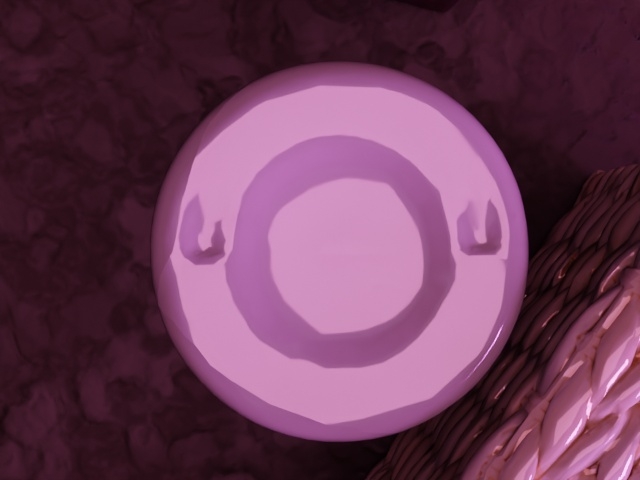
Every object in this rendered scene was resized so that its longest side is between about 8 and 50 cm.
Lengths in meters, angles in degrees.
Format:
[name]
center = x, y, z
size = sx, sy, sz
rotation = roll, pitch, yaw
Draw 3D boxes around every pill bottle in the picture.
[pill bottle]
center = 0.000, 0.000, 0.703
size = 0.161, 0.283, 0.161
rotation = 0, 92, -3

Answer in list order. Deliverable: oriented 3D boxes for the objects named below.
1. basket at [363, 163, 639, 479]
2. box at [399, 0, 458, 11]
[basket]
center = 0.177, 0.158, 0.703
size = 0.266, 0.328, 0.331
rotation = 36, 91, 1
[box]
center = 0.025, -0.233, 0.738
size = 0.168, 0.203, 0.167
rotation = 15, 91, -4
